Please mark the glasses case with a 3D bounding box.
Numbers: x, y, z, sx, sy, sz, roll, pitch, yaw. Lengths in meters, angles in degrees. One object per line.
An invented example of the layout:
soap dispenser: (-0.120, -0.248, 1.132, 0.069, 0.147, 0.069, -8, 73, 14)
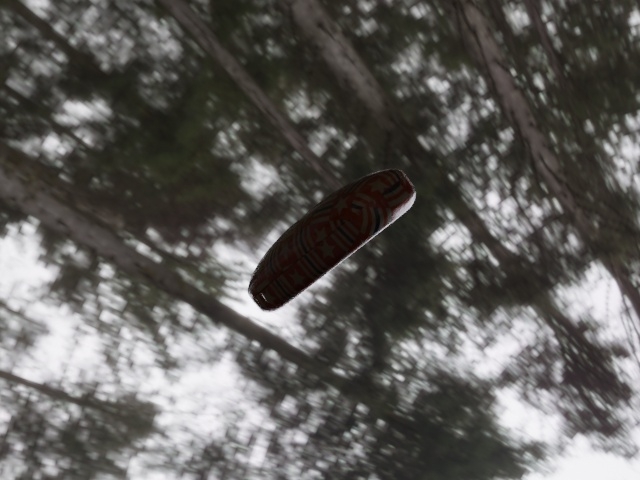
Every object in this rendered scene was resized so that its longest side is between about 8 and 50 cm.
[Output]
glasses case: (0.000, 0.000, 1.286, 0.049, 0.073, 0.194, 51, -43, 0)
